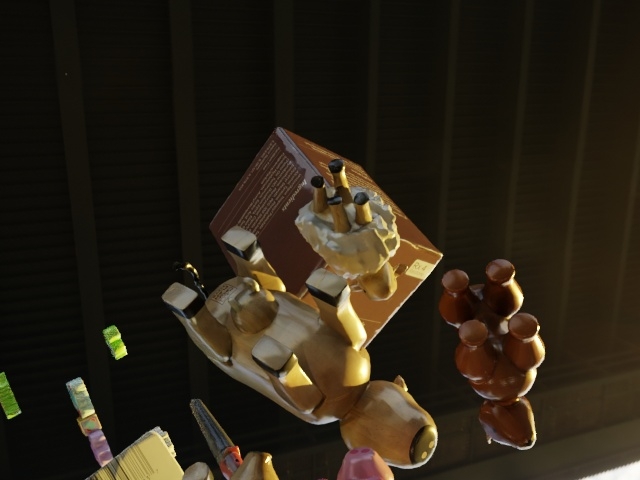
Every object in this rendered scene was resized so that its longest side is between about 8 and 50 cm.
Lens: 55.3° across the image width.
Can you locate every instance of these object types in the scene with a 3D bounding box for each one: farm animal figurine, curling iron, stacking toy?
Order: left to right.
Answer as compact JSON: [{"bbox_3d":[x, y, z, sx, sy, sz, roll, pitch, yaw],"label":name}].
[{"bbox_3d":[-0.312,0.245,0.823,0.167,0.052,0.221,-26,-77,-31],"label":"stacking toy"},{"bbox_3d":[-0.120,0.279,0.776,0.035,0.274,0.068,-48,-58,-1],"label":"curling iron"},{"bbox_3d":[-0.007,0.129,0.478,0.330,0.327,0.172,-34,-42,-13],"label":"farm animal figurine"}]

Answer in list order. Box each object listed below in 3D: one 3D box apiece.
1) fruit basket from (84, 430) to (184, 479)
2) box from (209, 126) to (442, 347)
[{"bbox_3d":[-0.182,0.387,0.471,0.353,0.165,0.327,-35,-91,-35],"label":"fruit basket"},{"bbox_3d":[0.000,0.000,0.755,0.168,0.203,0.167,19,-64,-45],"label":"box"}]
